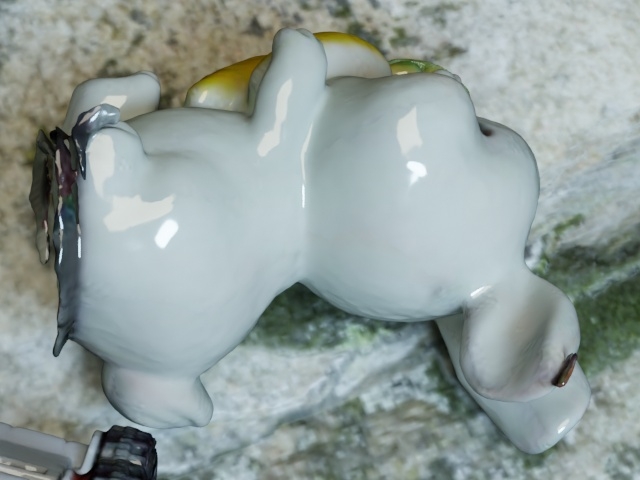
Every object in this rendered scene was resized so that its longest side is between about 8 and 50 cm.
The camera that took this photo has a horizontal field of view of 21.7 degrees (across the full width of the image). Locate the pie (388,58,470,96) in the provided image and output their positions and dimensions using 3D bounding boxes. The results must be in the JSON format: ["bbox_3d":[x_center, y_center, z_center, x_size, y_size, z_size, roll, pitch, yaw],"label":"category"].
[{"bbox_3d":[0.055,-0.079,1.045,0.084,0.021,0.084,2,67,-4],"label":"pie"}]

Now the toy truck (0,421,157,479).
[{"bbox_3d":[-0.148,0.136,0.771,0.136,0.286,0.111,14,90,-2],"label":"toy truck"}]

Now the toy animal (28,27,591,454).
[{"bbox_3d":[0.000,-0.007,0.921,0.310,0.183,0.247,1,70,-14],"label":"toy animal"}]
